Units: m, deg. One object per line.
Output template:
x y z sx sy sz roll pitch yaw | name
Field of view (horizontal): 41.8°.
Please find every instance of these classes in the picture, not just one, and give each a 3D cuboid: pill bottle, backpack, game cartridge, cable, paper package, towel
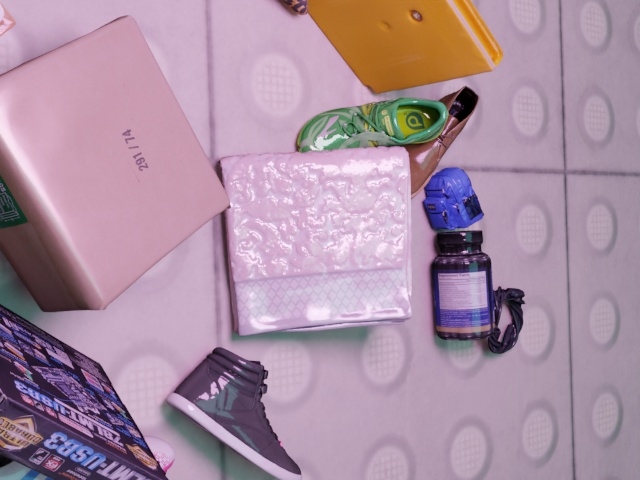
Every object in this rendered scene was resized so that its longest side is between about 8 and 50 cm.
0.295 0.091 1.735 0.122 0.122 0.219 -5 92 -38 | pill bottle
0.269 -0.086 1.734 0.101 0.098 0.120 -29 107 -31 | backpack
0.126 -0.395 1.484 0.285 0.323 0.053 49 65 -27 | game cartridge
0.399 0.177 1.850 0.184 0.047 0.151 3 100 -57 | cable
-0.329 -0.104 1.185 0.309 0.168 0.325 -46 117 -45 | paper package
0.000 0.000 1.463 0.331 0.053 0.317 -4 92 -11 | towel

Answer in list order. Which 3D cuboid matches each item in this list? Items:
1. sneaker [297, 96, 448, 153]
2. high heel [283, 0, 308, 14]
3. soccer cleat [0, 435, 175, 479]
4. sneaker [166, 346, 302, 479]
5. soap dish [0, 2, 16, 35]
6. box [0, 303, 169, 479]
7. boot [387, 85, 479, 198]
0.098 -0.215 1.549 0.295 0.123 0.110 -16 86 -10 | sneaker
-0.141 -0.447 1.447 0.186 0.093 0.261 -47 127 -9 | high heel
-0.363 0.310 1.219 0.331 0.116 0.143 -6 94 -38 | soccer cleat
-0.108 0.294 1.425 0.295 0.104 0.147 43 69 -24 | sneaker
-0.576 -0.328 1.063 0.229 0.118 0.291 -50 118 -27 | soap dish
-0.356 0.201 1.084 0.073 0.293 0.295 -47 133 -2 | box
0.214 -0.201 1.665 0.112 0.115 0.305 40 61 -4 | boot
